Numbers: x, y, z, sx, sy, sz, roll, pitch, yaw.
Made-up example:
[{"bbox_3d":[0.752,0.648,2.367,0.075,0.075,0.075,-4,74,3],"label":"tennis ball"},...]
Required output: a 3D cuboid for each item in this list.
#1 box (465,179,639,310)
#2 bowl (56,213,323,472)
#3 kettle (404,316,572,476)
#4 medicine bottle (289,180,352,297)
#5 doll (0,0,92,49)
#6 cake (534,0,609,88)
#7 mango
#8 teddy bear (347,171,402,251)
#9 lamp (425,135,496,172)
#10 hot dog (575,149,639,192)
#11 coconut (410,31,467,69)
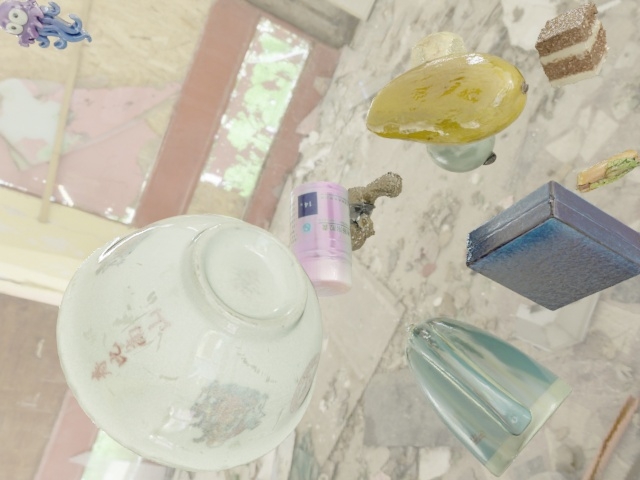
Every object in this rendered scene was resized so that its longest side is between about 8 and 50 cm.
[{"bbox_3d":[0.524,0.022,1.239,0.261,0.279,0.116,-41,30,51],"label":"box"},{"bbox_3d":[-0.142,0.098,0.826,0.196,0.435,0.434,-47,34,40],"label":"bowl"},{"bbox_3d":[0.325,0.295,1.186,0.342,0.319,0.247,41,88,27],"label":"kettle"},{"bbox_3d":[0.000,0.000,1.334,0.152,0.152,0.253,-34,52,52],"label":"medicine bottle"},{"bbox_3d":[-0.573,-0.447,1.131,0.067,0.206,0.110,51,125,29],"label":"doll"},{"bbox_3d":[0.616,-0.469,1.328,0.135,0.147,0.135,-10,35,52],"label":"cake"},{"bbox_3d":[0.254,-0.288,1.107,0.332,0.142,0.195,14,71,40],"label":"mango"},{"bbox_3d":[0.122,-0.091,1.514,0.251,0.129,0.182,-59,-9,10],"label":"teddy bear"},{"bbox_3d":[0.377,-0.300,1.515,0.198,0.243,0.197,-19,42,18],"label":"lamp"},{"bbox_3d":[0.526,-0.124,0.995,0.133,0.056,0.041,-27,49,4],"label":"hot dog"},{"bbox_3d":[0.352,-0.514,1.613,0.194,0.195,0.194,-43,37,45],"label":"coconut"}]
